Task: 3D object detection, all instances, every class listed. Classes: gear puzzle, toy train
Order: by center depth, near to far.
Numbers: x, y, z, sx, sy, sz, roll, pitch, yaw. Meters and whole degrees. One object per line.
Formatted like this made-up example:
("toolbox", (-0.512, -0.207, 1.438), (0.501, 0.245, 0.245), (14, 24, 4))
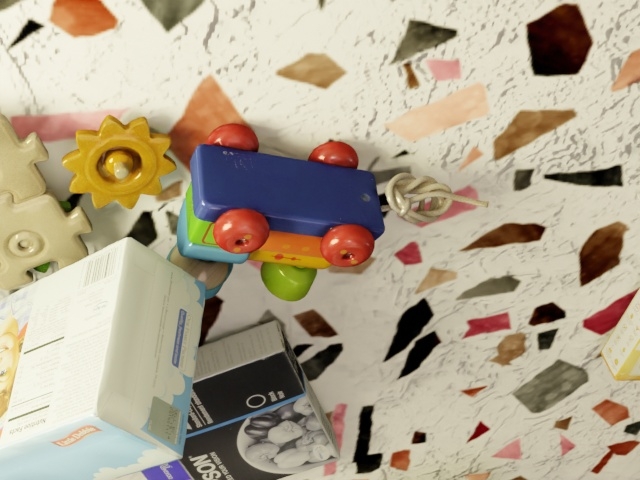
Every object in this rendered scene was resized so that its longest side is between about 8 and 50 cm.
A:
("gear puzzle", (-0.276, -0.028, 0.842), (0.338, 0.044, 0.175), (-21, 134, 1))
("toy train", (0.000, 0.000, 0.904), (0.247, 0.105, 0.143), (8, 142, -22))

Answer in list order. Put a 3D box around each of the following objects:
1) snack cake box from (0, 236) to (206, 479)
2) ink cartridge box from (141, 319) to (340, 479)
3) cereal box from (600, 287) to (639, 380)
("snack cake box", (-0.220, 0.119, 0.869), (0.264, 0.152, 0.089), (-23, 138, 33))
("ink cartridge box", (-0.106, 0.184, 1.092), (0.208, 0.045, 0.206), (-18, 136, 5))
("cereal box", (0.406, 0.048, 1.092), (0.172, 0.047, 0.240), (3, 132, -19))
